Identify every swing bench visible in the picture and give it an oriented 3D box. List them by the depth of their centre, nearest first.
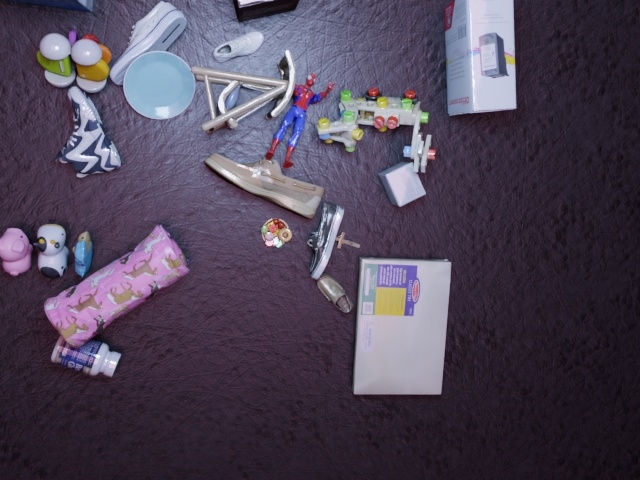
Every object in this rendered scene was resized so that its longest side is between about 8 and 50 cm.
[{"bbox_3d":[-0.190,-0.380,1.740,0.254,0.253,0.165,-10,99,-5],"label":"swing bench"}]

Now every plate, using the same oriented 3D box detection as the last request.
[{"bbox_3d":[-0.430,-0.415,1.793,0.188,0.024,0.188,-10,124,-15],"label":"plate"}]

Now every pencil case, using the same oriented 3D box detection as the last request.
[{"bbox_3d":[-0.540,0.123,1.788,0.386,0.167,0.160,-35,81,-9],"label":"pencil case"}]

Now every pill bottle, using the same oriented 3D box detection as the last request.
[{"bbox_3d":[-0.645,0.318,1.856,0.169,0.094,0.094,22,95,-10],"label":"pill bottle"}]

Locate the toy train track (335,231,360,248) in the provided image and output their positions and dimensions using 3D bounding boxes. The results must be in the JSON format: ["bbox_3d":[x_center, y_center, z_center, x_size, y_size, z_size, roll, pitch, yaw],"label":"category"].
[{"bbox_3d":[0.074,0.005,1.951,0.083,0.014,0.048,19,88,-15],"label":"toy train track"}]

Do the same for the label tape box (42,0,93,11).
[{"bbox_3d":[-0.696,-0.639,1.588,0.249,0.347,0.115,6,97,-8],"label":"label tape box"}]

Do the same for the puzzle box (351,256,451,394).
[{"bbox_3d":[0.238,0.253,1.987,0.272,0.052,0.409,3,97,-8],"label":"puzzle box"}]

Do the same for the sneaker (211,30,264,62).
[{"bbox_3d":[-0.220,-0.523,1.814,0.152,0.061,0.054,-25,98,-5],"label":"sneaker"}]

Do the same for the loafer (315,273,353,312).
[{"bbox_3d":[0.046,0.154,1.948,0.148,0.050,0.056,44,90,-11],"label":"loafer"}]

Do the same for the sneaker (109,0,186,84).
[{"bbox_3d":[-0.466,-0.522,1.778,0.258,0.094,0.091,-42,71,4],"label":"sneaker"}]

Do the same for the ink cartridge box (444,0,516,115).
[{"bbox_3d":[0.428,-0.501,1.820,0.131,0.226,0.306,-6,100,-5],"label":"ink cartridge box"}]

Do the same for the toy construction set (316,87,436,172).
[{"bbox_3d":[0.166,-0.310,1.815,0.327,0.215,0.151,18,137,4],"label":"toy construction set"}]

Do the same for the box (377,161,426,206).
[{"bbox_3d":[0.229,-0.161,1.903,0.087,0.102,0.101,-27,101,-5],"label":"box"}]

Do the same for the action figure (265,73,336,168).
[{"bbox_3d":[-0.051,-0.344,1.794,0.091,0.139,0.280,25,68,-18],"label":"action figure"}]

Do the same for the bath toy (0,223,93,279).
[{"bbox_3d":[-0.794,0.032,1.781,0.348,0.129,0.151,0,98,-7],"label":"bath toy"}]

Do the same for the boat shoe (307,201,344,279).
[{"bbox_3d":[0.000,0.000,1.912,0.070,0.078,0.219,18,87,-10],"label":"boat shoe"}]

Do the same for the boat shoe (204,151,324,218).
[{"bbox_3d":[-0.153,-0.172,1.849,0.341,0.121,0.110,25,90,-20],"label":"boat shoe"}]

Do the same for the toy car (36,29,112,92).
[{"bbox_3d":[-0.632,-0.479,1.736,0.182,0.159,0.136,8,62,-8],"label":"toy car"}]

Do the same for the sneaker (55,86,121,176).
[{"bbox_3d":[-0.643,-0.271,1.764,0.153,0.094,0.235,-24,122,-5],"label":"sneaker"}]

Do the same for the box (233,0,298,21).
[{"bbox_3d":[-0.151,-0.679,1.729,0.168,0.203,0.167,-14,99,-6],"label":"box"}]

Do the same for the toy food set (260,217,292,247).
[{"bbox_3d":[-0.128,-0.021,1.915,0.082,0.020,0.083,-33,101,-2],"label":"toy food set"}]
